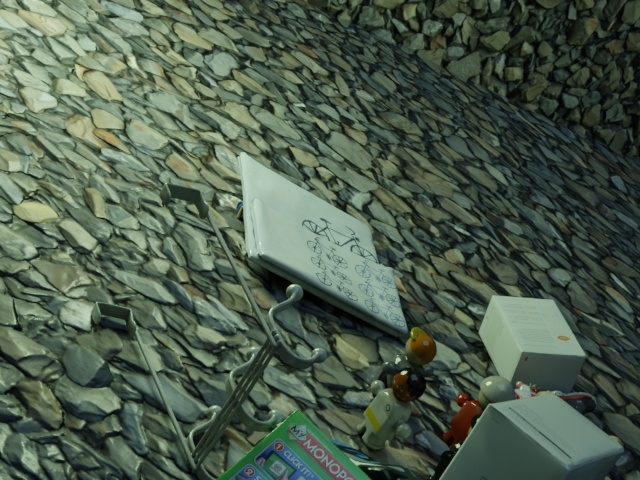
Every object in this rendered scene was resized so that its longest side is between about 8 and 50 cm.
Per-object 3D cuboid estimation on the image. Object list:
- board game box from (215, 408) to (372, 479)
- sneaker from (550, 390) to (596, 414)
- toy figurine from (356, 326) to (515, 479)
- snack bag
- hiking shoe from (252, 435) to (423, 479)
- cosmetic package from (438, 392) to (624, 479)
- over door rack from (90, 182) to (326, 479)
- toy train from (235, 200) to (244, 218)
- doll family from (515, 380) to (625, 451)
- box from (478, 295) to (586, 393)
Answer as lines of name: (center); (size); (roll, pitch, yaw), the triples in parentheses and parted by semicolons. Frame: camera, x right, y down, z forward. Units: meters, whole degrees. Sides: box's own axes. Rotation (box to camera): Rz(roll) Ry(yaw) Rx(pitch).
board game box: (0.010, 0.368, 1.384); (0.317, 0.046, 0.213); (42, 56, 17)
sneaker: (0.439, 0.308, 2.184); (0.158, 0.061, 0.065); (9, 61, -42)
toy figurine: (0.176, 0.249, 1.818); (0.209, 0.148, 0.213); (36, 24, 3)
snack bag: (0.000, 0.000, 2.160); (0.323, 0.037, 0.342); (29, 26, -24)
hiking shoe: (0.063, 0.310, 1.534); (0.304, 0.113, 0.132); (22, 10, 20)
cosmetic package: (0.259, 0.335, 1.630); (0.138, 0.224, 0.225); (39, 17, 28)
over door rack: (-0.138, 0.116, 1.556); (0.108, 0.239, 0.324); (2, 39, -47)
toy train: (-0.114, -0.067, 2.195); (0.036, 0.027, 0.158); (34, 23, 8)
doll family: (0.383, 0.333, 2.008); (0.163, 0.118, 0.263); (9, 15, -32)
box: (0.382, 0.188, 2.227); (0.130, 0.091, 0.170); (5, 33, -16)
